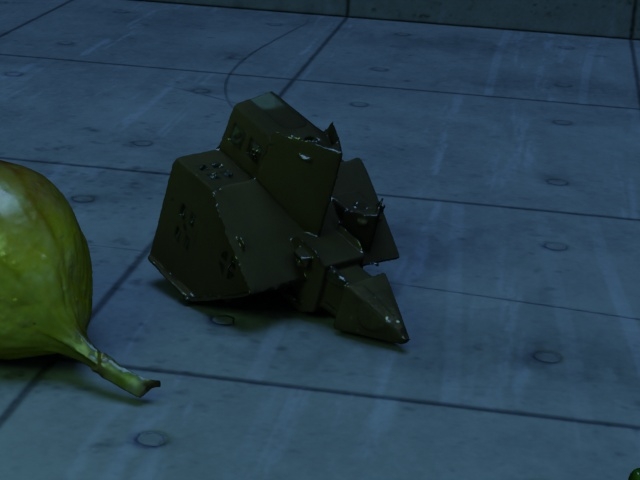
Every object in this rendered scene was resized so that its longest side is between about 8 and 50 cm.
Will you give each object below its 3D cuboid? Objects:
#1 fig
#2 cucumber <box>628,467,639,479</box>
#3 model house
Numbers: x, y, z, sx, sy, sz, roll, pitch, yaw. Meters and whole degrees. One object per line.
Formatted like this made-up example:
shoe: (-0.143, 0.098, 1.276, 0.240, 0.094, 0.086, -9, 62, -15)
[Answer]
fig: (-0.220, 0.044, 1.100, 0.257, 0.159, 0.159, 36, 33, 24)
cucumber: (0.226, 0.188, 0.693, 0.130, 0.191, 0.191, 2, 20, -8)
model house: (0.000, 0.000, 1.219, 0.180, 0.176, 0.248, -15, 43, -41)
